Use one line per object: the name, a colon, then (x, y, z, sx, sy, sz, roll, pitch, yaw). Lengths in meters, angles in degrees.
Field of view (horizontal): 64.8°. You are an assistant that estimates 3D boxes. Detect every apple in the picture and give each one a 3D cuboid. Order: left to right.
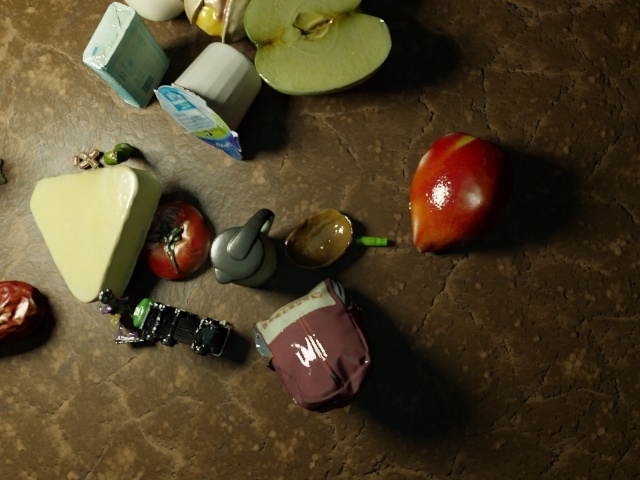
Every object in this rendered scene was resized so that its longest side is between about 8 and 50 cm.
apple: (-0.018, -0.557, 1.359, 0.361, 0.320, 0.311, -21, 123, -2)

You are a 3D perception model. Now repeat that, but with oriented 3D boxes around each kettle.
kettle: (-0.188, 0.017, 1.326, 0.161, 0.236, 0.221, 32, 86, 5)

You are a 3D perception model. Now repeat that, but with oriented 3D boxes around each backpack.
backpack: (0.006, 0.278, 1.283, 0.283, 0.197, 0.317, -35, 47, -2)

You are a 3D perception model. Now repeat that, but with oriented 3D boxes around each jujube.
jujube: (-0.887, 0.200, 1.363, 0.251, 0.174, 0.174, -15, 84, -11)

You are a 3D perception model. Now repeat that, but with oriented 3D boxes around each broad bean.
broad bean: (-0.544, -0.232, 1.361, 0.052, 0.256, 0.052, 26, 97, -18)

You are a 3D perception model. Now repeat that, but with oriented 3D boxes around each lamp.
lamp: (-0.678, -0.231, 1.465, 0.083, 0.031, 0.063, -6, 83, 4)

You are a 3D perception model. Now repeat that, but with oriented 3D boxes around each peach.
peach: (0.365, -0.128, 1.347, 0.258, 0.201, 0.361, 32, 86, 3)

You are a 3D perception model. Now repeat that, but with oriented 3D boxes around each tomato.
tomato: (-0.421, -0.006, 1.404, 0.228, 0.101, 0.227, 0, 82, -1)

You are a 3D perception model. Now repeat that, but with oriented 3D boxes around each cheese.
cheese: (-0.603, -0.009, 1.350, 0.384, 0.104, 0.383, 0, 90, 22)

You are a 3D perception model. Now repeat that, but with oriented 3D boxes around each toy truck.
toy truck: (-0.373, 0.229, 1.344, 0.243, 0.125, 0.101, 23, 82, -21)

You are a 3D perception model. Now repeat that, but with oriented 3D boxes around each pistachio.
pistachio: (-0.246, -0.710, 1.403, 0.230, 0.230, 0.308, 28, 85, 4)

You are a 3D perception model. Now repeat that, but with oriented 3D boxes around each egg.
egg: (-0.457, -0.725, 1.446, 0.207, 0.161, 0.271, -3, 45, 24)

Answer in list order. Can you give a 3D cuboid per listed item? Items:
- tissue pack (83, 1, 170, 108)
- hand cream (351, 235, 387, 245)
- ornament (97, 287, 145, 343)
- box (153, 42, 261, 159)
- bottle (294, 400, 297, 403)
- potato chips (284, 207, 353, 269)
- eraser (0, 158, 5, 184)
tissue pack: (-0.519, -0.492, 1.370, 0.089, 0.263, 0.177, 25, 85, 6)
hand cream: (0.127, 0.002, 1.429, 0.122, 0.023, 0.036, 3, 88, 5)
ornament: (-0.542, 0.189, 1.336, 0.081, 0.203, 0.088, -11, 49, 5)
box: (-0.267, -0.391, 1.390, 0.291, 0.262, 0.206, 41, 73, -33)
bottle: (0.018, 0.371, 1.378, 0.217, 0.060, 0.060, -36, 85, -1)
potato chips: (0.000, 0.000, 1.418, 0.201, 0.049, 0.150, -45, 80, -1)
eraser: (-1.021, -0.193, 1.345, 0.210, 0.274, 0.092, -14, 86, 0)
